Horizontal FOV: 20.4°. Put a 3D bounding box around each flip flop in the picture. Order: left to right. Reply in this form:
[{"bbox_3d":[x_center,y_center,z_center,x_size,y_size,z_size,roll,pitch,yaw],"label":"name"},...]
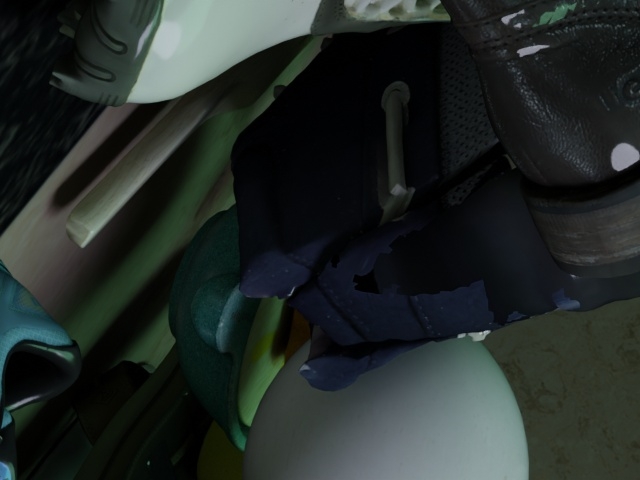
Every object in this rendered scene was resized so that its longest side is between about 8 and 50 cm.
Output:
[{"bbox_3d":[-0.102,0.113,0.930,0.277,0.080,0.112,-55,148,-42],"label":"flip flop"}]

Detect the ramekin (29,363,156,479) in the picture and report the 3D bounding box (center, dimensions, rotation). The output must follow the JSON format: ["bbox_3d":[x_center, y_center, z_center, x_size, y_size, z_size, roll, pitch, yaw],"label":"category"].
[{"bbox_3d":[-0.128,0.226,1.071,0.277,0.135,0.277,-55,174,-8],"label":"ramekin"}]

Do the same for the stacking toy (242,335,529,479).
[{"bbox_3d":[0.009,0.264,0.709,0.350,0.351,0.479,87,13,-80],"label":"stacking toy"}]

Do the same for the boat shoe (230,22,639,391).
[{"bbox_3d":[0.043,-0.081,0.736,0.158,0.127,0.340,-22,-150,16],"label":"boat shoe"}]

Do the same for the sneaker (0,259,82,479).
[{"bbox_3d":[-0.121,0.055,0.502,0.162,0.073,0.063,-50,171,-49],"label":"sneaker"}]

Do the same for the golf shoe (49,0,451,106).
[{"bbox_3d":[0.021,-0.111,0.560,0.273,0.120,0.105,-49,172,-46],"label":"golf shoe"}]

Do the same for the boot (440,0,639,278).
[{"bbox_3d":[0.089,-0.143,0.513,0.091,0.229,0.263,-3,-142,49],"label":"boot"}]

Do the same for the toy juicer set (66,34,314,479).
[{"bbox_3d":[0.000,0.000,0.822,0.209,0.089,0.329,-61,159,-22],"label":"toy juicer set"}]
